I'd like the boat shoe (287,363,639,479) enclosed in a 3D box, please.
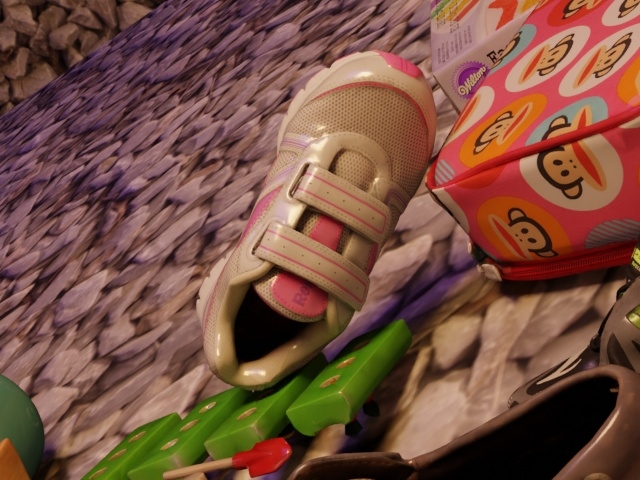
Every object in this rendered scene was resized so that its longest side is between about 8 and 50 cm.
[{"bbox_3d":[0.023,0.153,0.612,0.355,0.130,0.132,-32,20,21],"label":"boat shoe"}]

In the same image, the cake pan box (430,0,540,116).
[{"bbox_3d":[0.212,-0.232,1.227,0.246,0.070,0.267,-30,20,19],"label":"cake pan box"}]

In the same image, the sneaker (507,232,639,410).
[{"bbox_3d":[0.167,0.033,0.694,0.188,0.078,0.067,-38,19,5],"label":"sneaker"}]

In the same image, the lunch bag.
[{"bbox_3d":[0.195,-0.106,0.891,0.258,0.120,0.293,-16,30,50],"label":"lunch bag"}]

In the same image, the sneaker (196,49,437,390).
[{"bbox_3d":[0.000,0.000,0.889,0.111,0.103,0.252,-92,26,-65],"label":"sneaker"}]

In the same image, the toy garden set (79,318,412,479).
[{"bbox_3d":[-0.070,0.151,0.882,0.244,0.049,0.204,-25,9,31],"label":"toy garden set"}]

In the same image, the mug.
[{"bbox_3d":[-0.310,0.177,1.180,0.158,0.129,0.097,-31,18,25],"label":"mug"}]

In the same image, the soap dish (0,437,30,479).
[{"bbox_3d":[-0.306,0.284,0.899,0.291,0.118,0.229,-39,17,29],"label":"soap dish"}]
